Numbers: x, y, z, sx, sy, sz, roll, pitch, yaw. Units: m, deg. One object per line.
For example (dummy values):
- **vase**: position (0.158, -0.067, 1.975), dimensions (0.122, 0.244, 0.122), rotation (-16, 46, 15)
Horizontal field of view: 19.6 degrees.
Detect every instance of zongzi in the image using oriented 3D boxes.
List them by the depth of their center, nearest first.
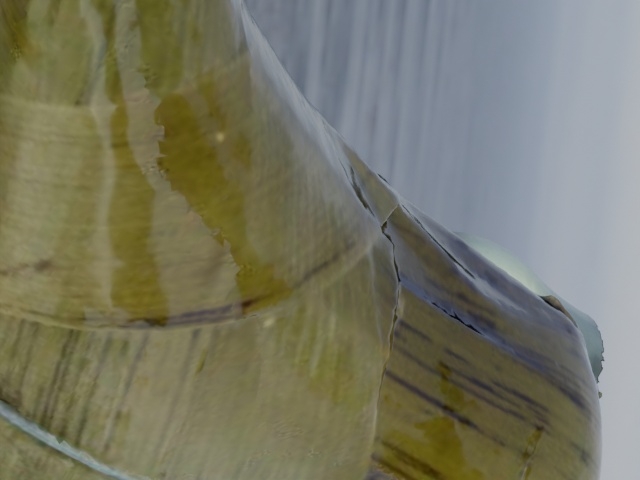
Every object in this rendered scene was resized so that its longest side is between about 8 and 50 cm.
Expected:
- **zongzi**: position (0.000, 0.000, 0.634), dimensions (0.360, 0.322, 0.160), rotation (126, -32, -48)

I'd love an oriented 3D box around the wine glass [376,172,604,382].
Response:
- **wine glass**: position (0.075, 0.039, 1.063), dimensions (0.202, 0.093, 0.093), rotation (31, 59, -40)
